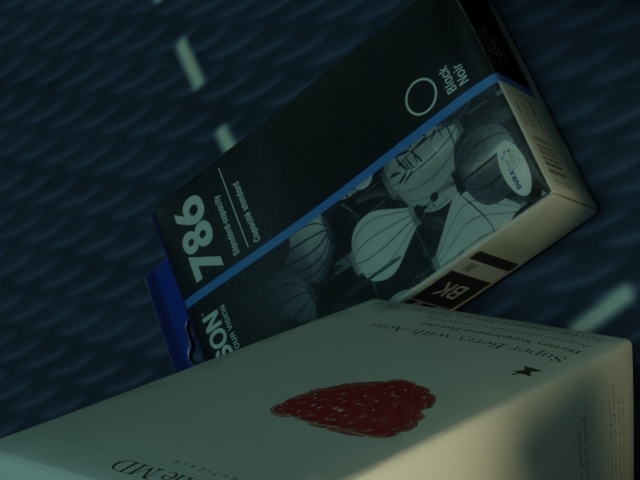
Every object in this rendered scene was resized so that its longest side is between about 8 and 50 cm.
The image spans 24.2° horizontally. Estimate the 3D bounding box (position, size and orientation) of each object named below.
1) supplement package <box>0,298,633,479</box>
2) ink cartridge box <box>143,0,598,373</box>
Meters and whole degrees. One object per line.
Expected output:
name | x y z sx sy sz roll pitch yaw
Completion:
supplement package | 0.008 0.152 0.725 0.177 0.293 0.175 8 106 39
ink cartridge box | 0.000 0.000 0.943 0.332 0.065 0.165 -38 60 27
